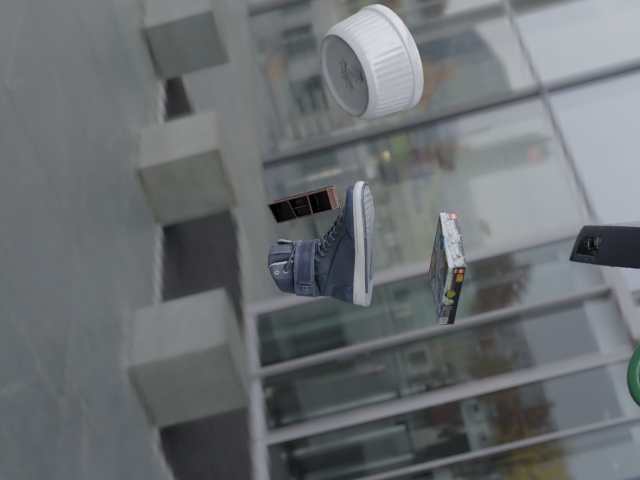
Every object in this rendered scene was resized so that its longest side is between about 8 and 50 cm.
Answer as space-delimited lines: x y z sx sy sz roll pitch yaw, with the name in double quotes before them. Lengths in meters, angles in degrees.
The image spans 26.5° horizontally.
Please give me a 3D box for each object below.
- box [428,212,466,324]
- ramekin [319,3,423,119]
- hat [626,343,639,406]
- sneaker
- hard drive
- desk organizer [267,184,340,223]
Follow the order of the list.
"box" 0.174 0.040 1.866 0.137 0.027 0.094 95 -9 -53
"ramekin" 0.087 -0.322 2.515 0.207 0.109 0.207 46 -31 38
"hat" 0.562 0.231 1.928 0.208 0.173 0.183 18 -25 46
"sneaker" 0.000 0.002 2.073 0.086 0.163 0.226 -70 166 -51
"hard drive" 0.429 0.005 1.594 0.254 0.172 0.054 6 -81 64
"desk organizer" -0.033 -0.067 2.638 0.050 0.130 0.047 -28 104 -73
